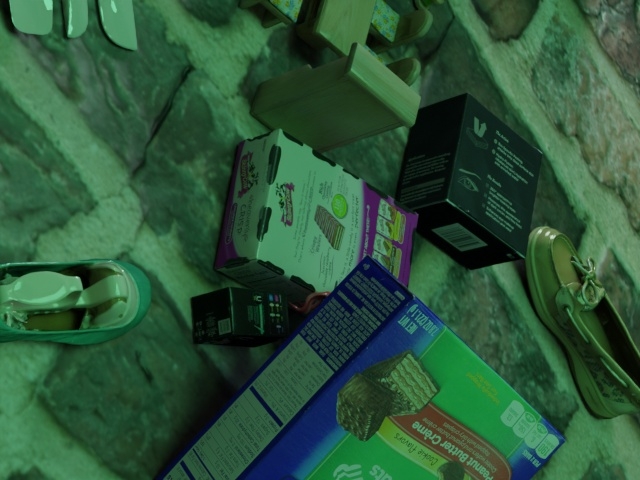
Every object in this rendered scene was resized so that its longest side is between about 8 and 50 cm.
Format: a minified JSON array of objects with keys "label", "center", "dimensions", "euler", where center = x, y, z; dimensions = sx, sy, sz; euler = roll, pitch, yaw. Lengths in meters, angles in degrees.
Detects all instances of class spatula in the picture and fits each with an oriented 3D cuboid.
[{"label":"spatula","center":[-0.261,-0.319,1.582],"dimensions":[0.168,0.019,0.242],"euler":[1,78,-45]}]

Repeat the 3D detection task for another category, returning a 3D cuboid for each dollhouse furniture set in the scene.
[{"label":"dollhouse furniture set","center":[0.037,-0.235,1.765],"dimensions":[0.212,0.161,0.242],"euler":[36,55,-34]}]

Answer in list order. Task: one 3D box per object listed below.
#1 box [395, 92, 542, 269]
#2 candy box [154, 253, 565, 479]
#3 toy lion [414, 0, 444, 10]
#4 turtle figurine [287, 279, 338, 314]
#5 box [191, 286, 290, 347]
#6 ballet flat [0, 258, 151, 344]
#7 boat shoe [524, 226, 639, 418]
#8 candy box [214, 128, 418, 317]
[{"label":"box","center":[0.185,-0.071,1.924],"dimensions":[0.156,0.093,0.158],"euler":[35,57,-35]},{"label":"candy box","center":[0.041,0.222,1.555],"dimensions":[0.317,0.122,0.268],"euler":[-47,121,1]},{"label":"toy lion","center":[0.137,-0.349,2.004],"dimensions":[0.100,0.034,0.096],"euler":[52,40,-23]},{"label":"turtle figurine","center":[0.037,0.137,1.661],"dimensions":[0.175,0.118,0.234],"euler":[-4,112,-27]},{"label":"box","center":[-0.083,0.081,1.622],"dimensions":[0.083,0.062,0.052],"euler":[7,73,-46]},{"label":"ballet flat","center":[-0.233,0.056,1.453],"dimensions":[0.247,0.087,0.083],"euler":[-4,81,-47]},{"label":"boat shoe","center":[0.362,0.103,2.064],"dimensions":[0.104,0.089,0.285],"euler":[-43,110,-43]},{"label":"candy box","center":[0.000,0.000,1.726],"dimensions":[0.233,0.071,0.159],"euler":[31,58,-38]}]
